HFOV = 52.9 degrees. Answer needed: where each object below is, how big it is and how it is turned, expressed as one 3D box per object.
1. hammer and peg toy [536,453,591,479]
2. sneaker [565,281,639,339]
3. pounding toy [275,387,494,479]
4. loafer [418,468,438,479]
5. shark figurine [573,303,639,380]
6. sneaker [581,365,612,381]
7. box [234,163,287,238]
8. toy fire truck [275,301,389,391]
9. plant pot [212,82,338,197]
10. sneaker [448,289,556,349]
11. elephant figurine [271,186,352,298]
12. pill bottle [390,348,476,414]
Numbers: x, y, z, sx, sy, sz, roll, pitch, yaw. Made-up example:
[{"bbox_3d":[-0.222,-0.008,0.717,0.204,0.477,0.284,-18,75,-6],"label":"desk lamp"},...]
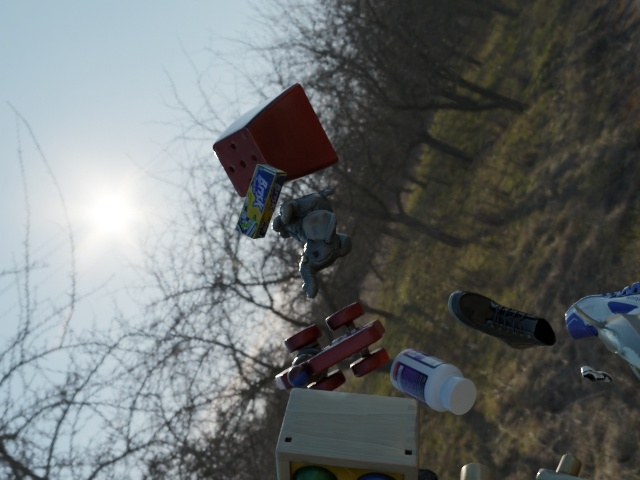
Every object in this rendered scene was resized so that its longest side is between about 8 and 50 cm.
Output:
[{"bbox_3d":[0.577,0.500,1.096,0.361,0.266,0.127,-6,40,52],"label":"hammer and peg toy"},{"bbox_3d":[0.928,0.256,2.022,0.315,0.127,0.182,-30,24,34],"label":"sneaker"},{"bbox_3d":[0.068,0.251,0.628,0.094,0.206,0.181,-73,-15,-58],"label":"pounding toy"},{"bbox_3d":[0.151,0.455,1.075,0.223,0.078,0.076,-16,-67,-56],"label":"loafer"},{"bbox_3d":[0.479,0.143,0.920,0.116,0.166,0.278,-42,14,9],"label":"shark figurine"},{"bbox_3d":[0.747,0.371,1.740,0.037,0.083,0.032,-60,-17,-51],"label":"sneaker"},{"bbox_3d":[-0.139,-0.091,1.503,0.054,0.059,0.169,-12,-55,-63],"label":"box"},{"bbox_3d":[0.019,0.276,1.549,0.302,0.169,0.254,-29,-9,10],"label":"toy fire truck"},{"bbox_3d":[-0.156,-0.272,1.925,0.267,0.267,0.235,-17,16,45],"label":"plant pot"},{"bbox_3d":[0.387,0.161,1.361,0.118,0.222,0.083,-25,41,66],"label":"sneaker"},{"bbox_3d":[0.000,0.000,1.634,0.169,0.239,0.186,-3,-51,-42],"label":"elephant figurine"},{"bbox_3d":[0.254,0.320,1.447,0.193,0.108,0.108,15,83,59],"label":"pill bottle"}]
